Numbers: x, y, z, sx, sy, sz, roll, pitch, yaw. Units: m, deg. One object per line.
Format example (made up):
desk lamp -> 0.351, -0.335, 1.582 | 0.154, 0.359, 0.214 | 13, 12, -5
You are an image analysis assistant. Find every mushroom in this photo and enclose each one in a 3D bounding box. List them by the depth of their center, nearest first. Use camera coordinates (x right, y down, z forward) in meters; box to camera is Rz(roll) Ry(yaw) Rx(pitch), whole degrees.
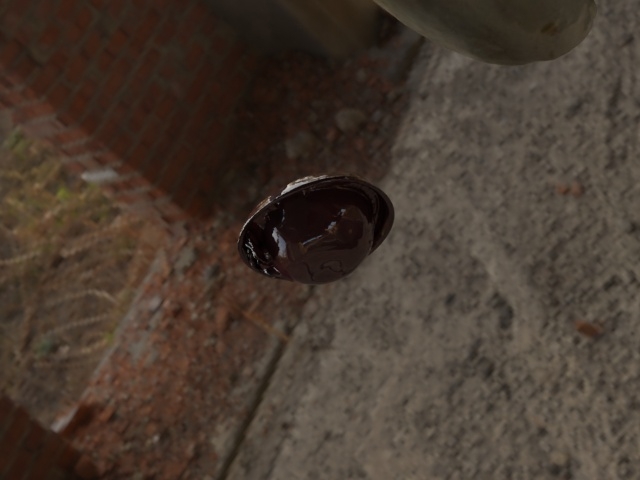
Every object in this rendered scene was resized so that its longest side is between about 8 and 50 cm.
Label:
mushroom -> 0.037, -0.227, 0.785 | 0.128, 0.350, 0.128 | -44, 30, 35

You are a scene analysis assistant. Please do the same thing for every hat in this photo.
hat -> 0.000, 0.000, 1.522 | 0.205, 0.205, 0.089 | -36, 51, 20
